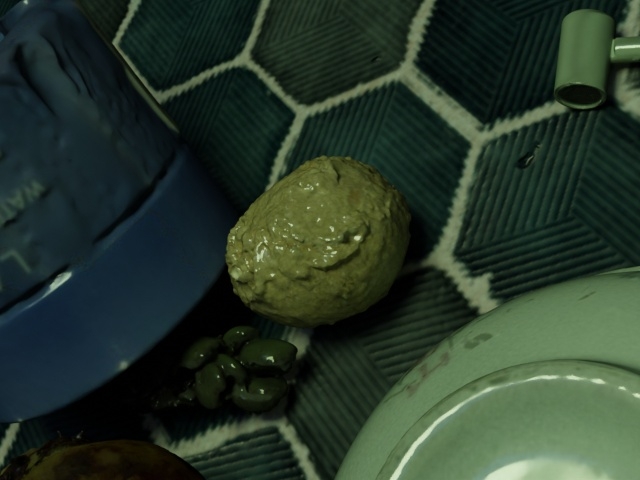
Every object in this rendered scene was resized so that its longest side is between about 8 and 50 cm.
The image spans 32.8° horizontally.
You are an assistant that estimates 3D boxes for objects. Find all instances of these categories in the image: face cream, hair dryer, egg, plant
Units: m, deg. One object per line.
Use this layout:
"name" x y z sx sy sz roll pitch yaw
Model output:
"face cream" -0.220 -0.029 0.798 0.249 0.225 0.249 -31 22 14
"hair dryer" 0.222 -0.124 0.734 0.124 0.038 0.063 1 68 27
"egg" 0.000 0.000 0.760 0.140 0.116 0.118 -29 43 -15
"plant" -0.095 0.094 0.800 0.174 0.087 0.085 1 101 31

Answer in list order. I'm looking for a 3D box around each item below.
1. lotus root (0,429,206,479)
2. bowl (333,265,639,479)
"lotus root" -0.115 0.231 0.681 0.169 0.141 0.314 -22 50 -27
"bowl" 0.138 0.173 0.519 0.435 0.196 0.435 -15 58 26
